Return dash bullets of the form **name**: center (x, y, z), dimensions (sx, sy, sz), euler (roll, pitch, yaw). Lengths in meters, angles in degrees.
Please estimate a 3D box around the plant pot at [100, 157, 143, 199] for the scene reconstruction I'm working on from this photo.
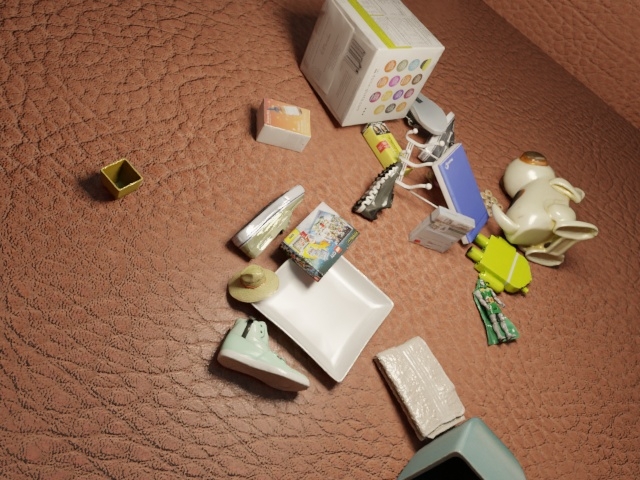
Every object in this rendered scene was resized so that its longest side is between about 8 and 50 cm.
- **plant pot**: center (-0.554, -0.161, 1.491), dimensions (0.081, 0.083, 0.081), euler (48, 51, 5)

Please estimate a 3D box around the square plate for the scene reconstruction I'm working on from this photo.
- **square plate**: center (0.009, 0.189, 1.599), dimensions (0.344, 0.049, 0.347), euler (42, 51, 1)

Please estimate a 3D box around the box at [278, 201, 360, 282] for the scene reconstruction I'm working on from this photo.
- **box**: center (0.000, 0.000, 1.655), dimensions (0.159, 0.044, 0.233), euler (41, 49, 3)

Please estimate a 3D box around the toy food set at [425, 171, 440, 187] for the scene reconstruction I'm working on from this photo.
- **toy food set**: center (0.458, -0.241, 2.128), dimensions (0.122, 0.019, 0.077), euler (-12, 68, -42)

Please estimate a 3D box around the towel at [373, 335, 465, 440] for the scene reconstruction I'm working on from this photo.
- **towel**: center (0.295, 0.428, 1.586), dimensions (0.187, 0.049, 0.282), euler (-14, 61, -35)

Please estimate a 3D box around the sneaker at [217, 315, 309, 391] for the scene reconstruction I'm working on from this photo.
- **sneaker**: center (-0.130, 0.294, 1.431), dimensions (0.256, 0.094, 0.151), euler (27, 49, -12)

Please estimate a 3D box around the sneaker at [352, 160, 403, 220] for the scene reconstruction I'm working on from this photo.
- **sneaker**: center (0.220, -0.165, 1.872), dimensions (0.106, 0.078, 0.234), euler (41, 86, -16)

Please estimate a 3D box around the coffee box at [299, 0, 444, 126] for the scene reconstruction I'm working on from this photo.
- **coffee box**: center (0.183, -0.681, 2.023), dimensions (0.335, 0.337, 0.338), euler (-15, 60, -34)

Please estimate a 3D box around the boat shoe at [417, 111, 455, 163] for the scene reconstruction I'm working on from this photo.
- **boat shoe**: center (0.498, -0.408, 2.196), dimensions (0.102, 0.108, 0.301), euler (36, 53, -4)

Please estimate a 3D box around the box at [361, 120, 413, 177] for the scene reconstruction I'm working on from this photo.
- **box**: center (0.254, -0.345, 2.054), dimensions (0.087, 0.058, 0.232), euler (-17, 71, -37)

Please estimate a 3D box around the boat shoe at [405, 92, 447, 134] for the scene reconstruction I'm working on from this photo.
- **boat shoe**: center (0.394, -0.511, 2.182), dimensions (0.113, 0.104, 0.306), euler (-31, 62, -20)

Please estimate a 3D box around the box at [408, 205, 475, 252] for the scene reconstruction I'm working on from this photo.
- **box**: center (0.417, -0.034, 1.866), dimensions (0.145, 0.186, 0.038), euler (19, 52, -17)

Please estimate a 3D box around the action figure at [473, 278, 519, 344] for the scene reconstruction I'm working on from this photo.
- **action figure**: center (0.597, 0.238, 1.880), dimensions (0.137, 0.063, 0.232), euler (-5, 60, -27)

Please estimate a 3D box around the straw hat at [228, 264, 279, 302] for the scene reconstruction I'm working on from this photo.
- **straw hat**: center (-0.188, 0.101, 1.500), dimensions (0.145, 0.061, 0.144), euler (-1, 43, 0)

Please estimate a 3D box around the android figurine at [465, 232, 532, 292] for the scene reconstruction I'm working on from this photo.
- **android figurine**: center (0.672, 0.089, 2.011), dimensions (0.273, 0.056, 0.248), euler (35, 50, -2)

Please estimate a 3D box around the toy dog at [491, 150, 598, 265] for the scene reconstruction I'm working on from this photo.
- **toy dog**: center (0.841, -0.148, 2.146), dimensions (0.396, 0.284, 0.407), euler (7, 55, -3)

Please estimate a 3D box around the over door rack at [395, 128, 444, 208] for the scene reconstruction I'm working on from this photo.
- **over door rack**: center (0.426, -0.239, 2.001), dimensions (0.324, 0.108, 0.239), euler (36, 57, -20)

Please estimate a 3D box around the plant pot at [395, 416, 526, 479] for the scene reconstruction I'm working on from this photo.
- **plant pot**: center (0.388, 0.614, 1.421), dimensions (0.248, 0.247, 0.252), euler (47, 33, 5)

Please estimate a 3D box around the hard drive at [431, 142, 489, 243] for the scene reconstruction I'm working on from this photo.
- **hard drive**: center (0.525, -0.176, 2.001), dimensions (0.210, 0.040, 0.318), euler (-42, 113, -43)

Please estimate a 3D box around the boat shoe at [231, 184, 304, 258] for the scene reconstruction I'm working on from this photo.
- **boat shoe**: center (-0.144, -0.059, 1.651), dimensions (0.302, 0.109, 0.094), euler (-45, 103, -30)

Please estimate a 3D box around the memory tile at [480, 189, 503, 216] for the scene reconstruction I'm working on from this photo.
- **memory tile**: center (0.673, -0.147, 2.187), dimensions (0.148, 0.012, 0.113), euler (-25, 74, -36)

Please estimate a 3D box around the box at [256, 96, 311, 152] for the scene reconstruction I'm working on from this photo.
- **box**: center (-0.129, -0.397, 1.862), dimensions (0.171, 0.091, 0.130), euler (10, 57, -23)
